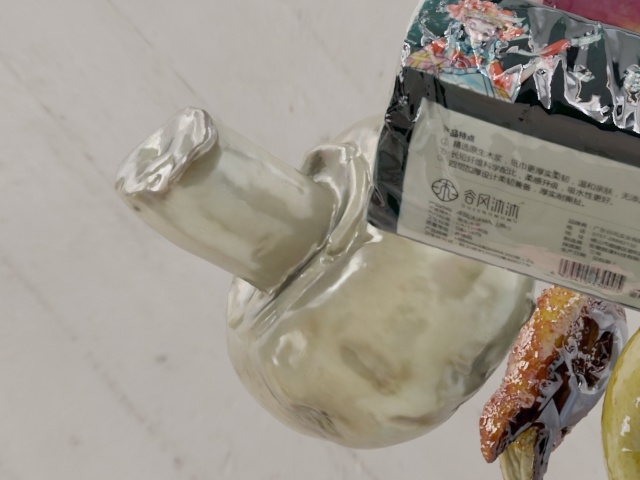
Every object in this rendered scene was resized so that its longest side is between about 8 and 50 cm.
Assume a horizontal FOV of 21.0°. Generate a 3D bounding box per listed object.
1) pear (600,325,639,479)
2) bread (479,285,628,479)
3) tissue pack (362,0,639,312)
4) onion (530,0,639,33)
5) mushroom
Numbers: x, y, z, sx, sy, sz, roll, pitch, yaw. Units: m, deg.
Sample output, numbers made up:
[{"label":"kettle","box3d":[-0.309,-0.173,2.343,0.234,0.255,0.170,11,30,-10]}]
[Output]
[{"label":"pear","box3d":[0.413,0.180,1.593,0.309,0.309,0.309,0,89,0]},{"label":"bread","box3d":[0.231,0.140,1.757,0.269,0.095,0.139,-52,128,-27]},{"label":"tissue pack","box3d":[0.110,-0.034,0.709,0.170,0.103,0.090,17,49,9]},{"label":"onion","box3d":[0.326,-0.125,1.121,0.358,0.345,0.358,-4,83,40]},{"label":"mushroom","box3d":[0.000,0.000,1.407,0.336,0.314,0.314,35,89,-28]}]
